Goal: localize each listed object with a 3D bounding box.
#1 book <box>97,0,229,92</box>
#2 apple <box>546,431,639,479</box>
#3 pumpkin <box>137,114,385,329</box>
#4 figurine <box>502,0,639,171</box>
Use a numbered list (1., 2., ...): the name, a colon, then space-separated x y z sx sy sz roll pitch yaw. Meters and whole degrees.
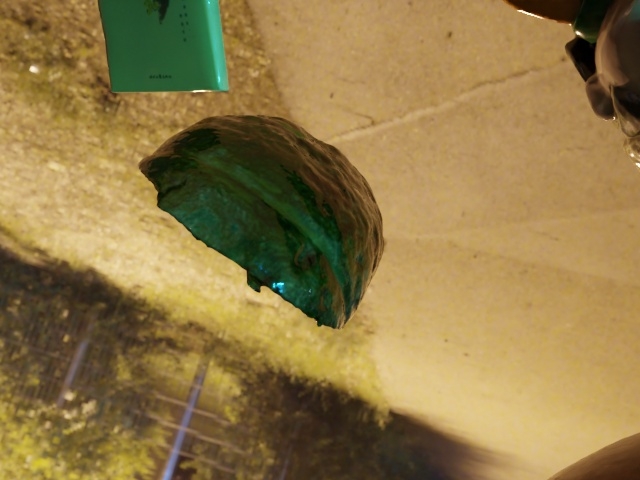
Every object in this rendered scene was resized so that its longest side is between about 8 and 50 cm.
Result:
1. book: -0.088 -0.132 0.479 0.077 0.110 0.014 5 -158 30
2. apple: 0.251 0.285 0.609 0.329 0.295 0.364 32 136 13
3. pumpkin: 0.004 -0.002 0.695 0.278 0.111 0.163 38 -173 -45
4. figurine: 0.239 -0.170 0.647 0.204 0.185 0.332 34 -163 -53
